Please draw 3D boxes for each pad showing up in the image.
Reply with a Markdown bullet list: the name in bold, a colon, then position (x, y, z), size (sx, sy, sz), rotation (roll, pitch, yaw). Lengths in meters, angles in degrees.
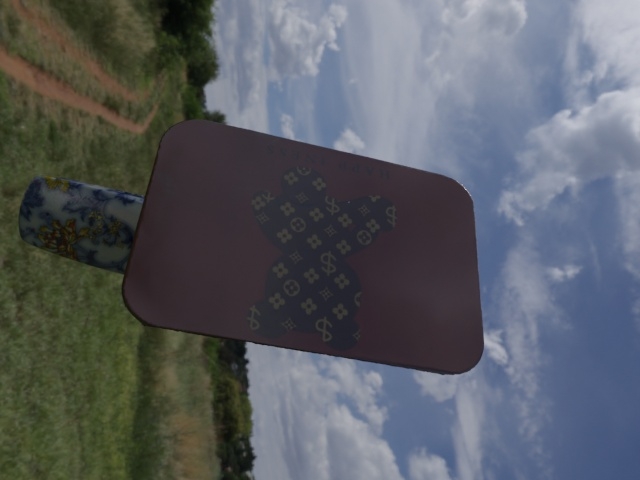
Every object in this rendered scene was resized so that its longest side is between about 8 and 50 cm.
- **pad**: position (0.000, 0.000, 0.423), size (0.004, 0.267, 0.181), rotation (118, -20, -59)

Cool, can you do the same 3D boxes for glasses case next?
- **glasses case**: position (-0.189, -0.004, 0.591), size (0.065, 0.248, 0.087), rotation (-131, -125, -78)
